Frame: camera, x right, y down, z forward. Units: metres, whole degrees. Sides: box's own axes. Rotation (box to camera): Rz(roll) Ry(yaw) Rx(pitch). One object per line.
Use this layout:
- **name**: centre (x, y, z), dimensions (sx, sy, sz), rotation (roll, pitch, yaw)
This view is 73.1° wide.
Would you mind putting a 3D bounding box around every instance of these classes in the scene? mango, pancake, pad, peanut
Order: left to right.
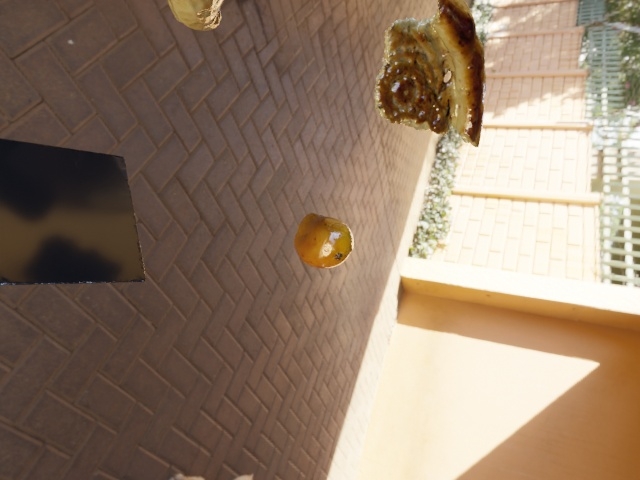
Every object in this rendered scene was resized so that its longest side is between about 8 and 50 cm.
- **pad**: centre (-0.358, -0.039, 0.473), dimensions (0.299, 0.005, 0.202), rotation (2, 57, -42)
- **peanut**: centre (-0.223, -0.472, 0.711), dimensions (0.290, 0.130, 0.130), rotation (91, 15, -69)
- **mango**: centre (0.003, 0.002, 0.833), dimensions (0.084, 0.159, 0.105), rotation (36, 88, -23)
- **pancake**: centre (0.207, -0.278, 0.710), dimensions (0.257, 0.056, 0.212), rotation (8, 114, -32)
